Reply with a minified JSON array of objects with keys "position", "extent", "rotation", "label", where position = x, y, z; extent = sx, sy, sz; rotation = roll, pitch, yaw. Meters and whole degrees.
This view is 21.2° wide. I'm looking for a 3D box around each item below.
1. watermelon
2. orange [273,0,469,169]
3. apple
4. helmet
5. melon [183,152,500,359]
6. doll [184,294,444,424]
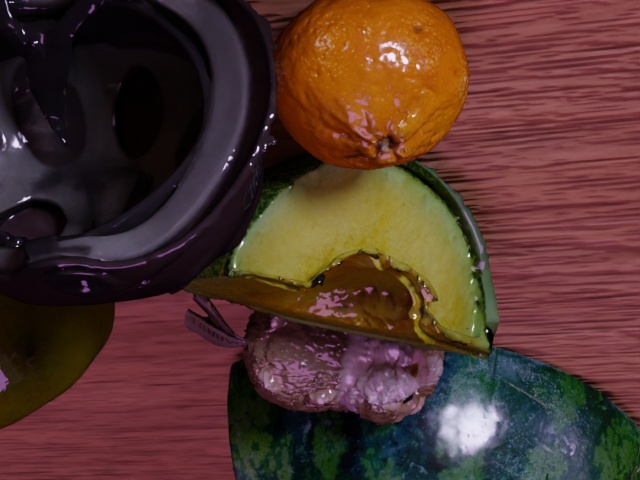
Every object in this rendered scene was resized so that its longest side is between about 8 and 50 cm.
[{"position":[0.104,0.237,1.537],"extent":[0.292,0.222,0.319],"rotation":[-13,141,36],"label":"watermelon"},{"position":[0.031,-0.104,1.128],"extent":[0.136,0.117,0.135],"rotation":[9,141,7],"label":"orange"},{"position":[-0.266,0.063,1.393],"extent":[0.196,0.196,0.157],"rotation":[-28,109,43],"label":"apple"},{"position":[-0.144,-0.053,1.151],"extent":[0.305,0.225,0.177],"rotation":[8,158,20],"label":"helmet"},{"position":[0.000,0.000,1.297],"extent":[0.265,0.129,0.169],"rotation":[18,169,-39],"label":"melon"},{"position":[-0.006,0.094,1.437],"extent":[0.221,0.105,0.115],"rotation":[5,-171,3],"label":"doll"}]
